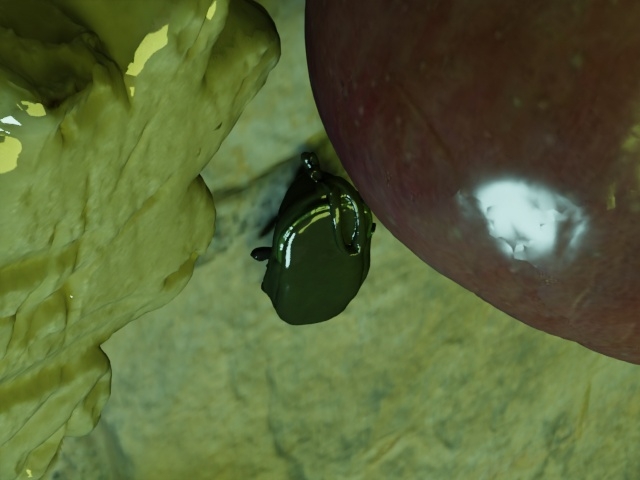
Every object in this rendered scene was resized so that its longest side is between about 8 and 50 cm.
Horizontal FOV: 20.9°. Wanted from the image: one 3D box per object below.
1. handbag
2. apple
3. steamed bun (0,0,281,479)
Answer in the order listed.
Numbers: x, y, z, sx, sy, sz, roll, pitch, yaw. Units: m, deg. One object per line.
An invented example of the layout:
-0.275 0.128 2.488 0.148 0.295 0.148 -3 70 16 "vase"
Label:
0.000 0.000 0.945 0.072 0.047 0.111 -14 143 -17 "handbag"
0.141 -0.089 0.749 0.306 0.306 0.235 9 119 -45 "apple"
-0.141 -0.021 0.699 0.292 0.137 0.295 -50 164 -16 "steamed bun"
